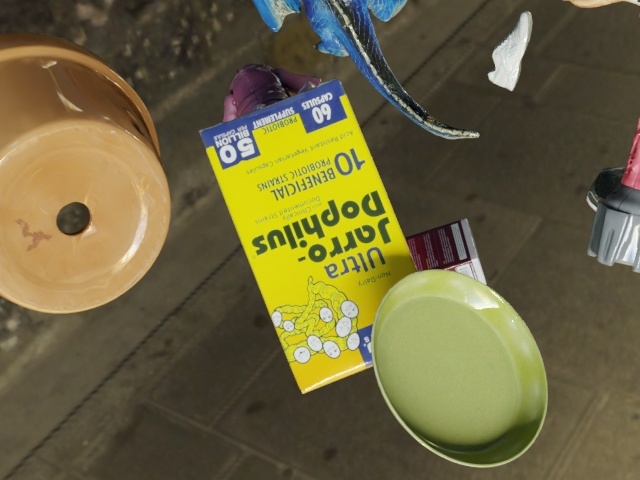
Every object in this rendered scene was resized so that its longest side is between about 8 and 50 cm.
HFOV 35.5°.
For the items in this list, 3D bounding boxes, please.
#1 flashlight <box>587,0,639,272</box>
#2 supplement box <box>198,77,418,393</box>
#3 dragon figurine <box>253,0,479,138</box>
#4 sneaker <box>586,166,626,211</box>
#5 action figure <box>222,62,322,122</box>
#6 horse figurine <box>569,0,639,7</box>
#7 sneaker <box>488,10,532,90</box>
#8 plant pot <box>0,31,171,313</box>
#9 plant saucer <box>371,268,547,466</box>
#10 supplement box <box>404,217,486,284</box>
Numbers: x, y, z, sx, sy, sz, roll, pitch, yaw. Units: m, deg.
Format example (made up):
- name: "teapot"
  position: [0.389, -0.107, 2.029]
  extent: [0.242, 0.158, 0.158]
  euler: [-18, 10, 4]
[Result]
- name: "flashlight"
  position: [0.337, -0.121, 0.994]
  extent: [0.103, 0.304, 0.103]
  euler: [13, 13, 0]
- name: "supplement box"
  position: [0.000, 0.000, 1.329]
  extent: [0.194, 0.195, 0.356]
  euler: [-22, 85, -2]
- name: "dragon figurine"
  position: [-0.003, -0.183, 0.646]
  extent: [0.085, 0.289, 0.144]
  euler: [-26, -8, 17]
- name: "sneaker"
  position: [0.397, -0.045, 1.138]
  extent: [0.178, 0.077, 0.072]
  euler: [15, 82, 7]
- name: "action figure"
  position: [-0.099, -0.203, 1.704]
  extent: [0.248, 0.276, 0.370]
  euler: [-34, 47, 6]
- name: "horse figurine"
  position: [0.599, -0.492, 1.852]
  extent: [0.263, 0.174, 0.066]
  euler: [14, 33, 8]
- name: "sneaker"
  position: [0.351, -0.354, 1.853]
  extent: [0.061, 0.152, 0.053]
  euler: [20, 30, 12]
- name: "plant pot"
  position: [-0.282, -0.054, 1.042]
  extent: [0.291, 0.291, 0.203]
  euler: [-29, 33, -19]
- name: "plant saucer"
  position: [0.156, 0.149, 1.164]
  extent: [0.241, 0.037, 0.241]
  euler: [14, 58, -22]
- name: "supplement box"
  position: [0.183, 0.055, 1.908]
  extent: [0.239, 0.073, 0.130]
  euler: [-17, 37, 10]
